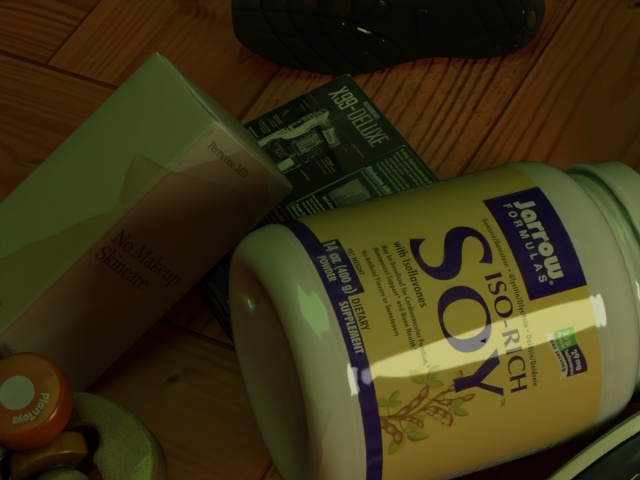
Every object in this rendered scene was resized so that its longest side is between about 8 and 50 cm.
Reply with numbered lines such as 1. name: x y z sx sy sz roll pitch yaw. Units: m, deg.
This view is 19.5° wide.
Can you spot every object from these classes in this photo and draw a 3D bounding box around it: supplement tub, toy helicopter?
1. supplement tub: 0.113 0.070 1.533 0.331 0.241 0.241 -15 48 -15
2. toy helicopter: -0.269 0.285 1.570 0.235 0.140 0.355 39 76 25

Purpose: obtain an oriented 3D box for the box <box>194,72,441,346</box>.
1. box: 0.000 0.000 1.767 0.242 0.076 0.307 -28 50 -13

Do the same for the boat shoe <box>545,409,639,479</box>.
1. boat shoe: 0.321 0.171 1.532 0.340 0.127 0.113 -30 77 -12

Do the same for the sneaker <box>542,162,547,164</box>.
1. sneaker: 0.232 -0.037 1.756 0.185 0.069 0.084 0 55 11

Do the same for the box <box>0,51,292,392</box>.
1. box: -0.194 -0.004 1.694 0.311 0.148 0.121 -44 52 6

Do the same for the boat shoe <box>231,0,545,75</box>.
1. boat shoe: 0.069 -0.254 1.955 0.324 0.122 0.120 0 44 1
